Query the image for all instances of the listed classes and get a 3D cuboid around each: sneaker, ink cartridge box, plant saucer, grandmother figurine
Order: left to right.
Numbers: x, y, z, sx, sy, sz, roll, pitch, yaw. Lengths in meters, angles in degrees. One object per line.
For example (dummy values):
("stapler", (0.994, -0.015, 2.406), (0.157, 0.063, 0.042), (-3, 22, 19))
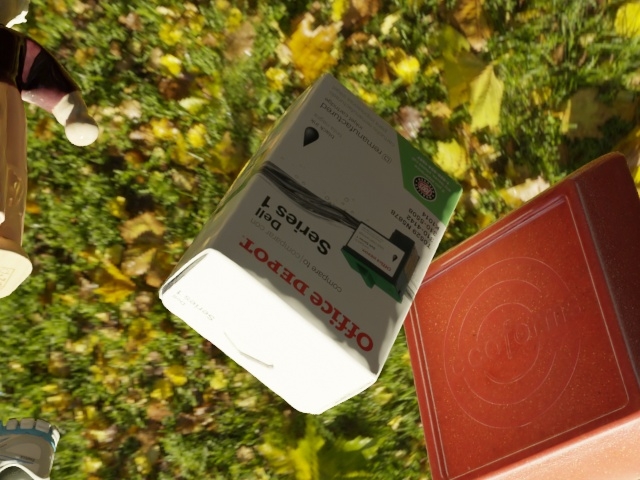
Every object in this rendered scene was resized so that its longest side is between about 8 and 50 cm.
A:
("sneaker", (-0.373, 0.235, 0.992), (0.191, 0.071, 0.082), (-2, 48, -10))
("grandmother figurine", (-0.285, -0.122, 0.784), (0.104, 0.208, 0.342), (-39, 49, 40))
("ink cartridge box", (0.000, 0.000, 0.752), (0.160, 0.219, 0.093), (39, 139, -12))
("plant saucer", (0.164, 0.085, 0.782), (0.258, 0.048, 0.259), (-35, 49, 38))
